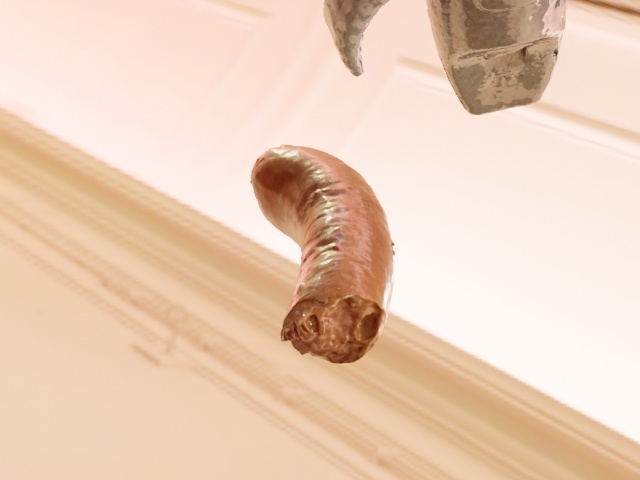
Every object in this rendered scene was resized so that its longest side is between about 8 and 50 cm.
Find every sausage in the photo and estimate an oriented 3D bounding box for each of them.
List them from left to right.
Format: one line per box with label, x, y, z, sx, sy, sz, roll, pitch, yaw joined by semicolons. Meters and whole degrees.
sausage;0.005;-0.002;1.203;0.302;0.103;0.076;-105;-179;-62

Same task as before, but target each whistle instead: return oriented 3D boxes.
whistle;0.084;-0.153;0.720;0.180;0.269;0.093;-16;-128;-2
